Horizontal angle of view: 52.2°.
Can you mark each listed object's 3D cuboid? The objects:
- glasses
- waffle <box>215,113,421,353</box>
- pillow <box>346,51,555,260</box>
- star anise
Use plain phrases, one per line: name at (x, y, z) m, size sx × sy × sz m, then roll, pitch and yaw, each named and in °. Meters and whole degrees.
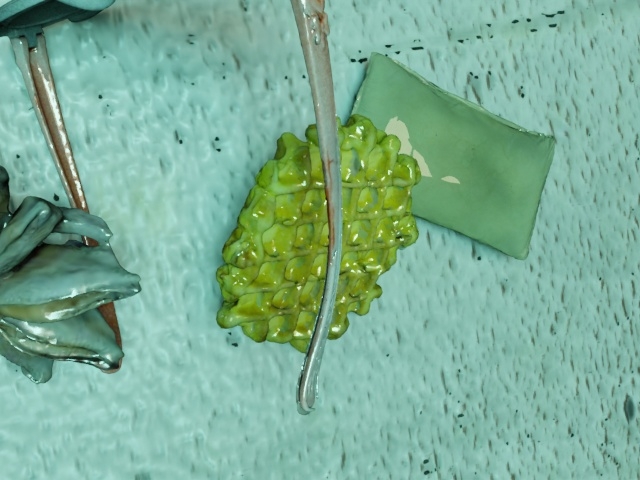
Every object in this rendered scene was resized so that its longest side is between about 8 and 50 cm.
glasses at (-0.084, -0.045, 0.413) m, size 0.118 × 0.234 × 0.268 m, roll -38°, pitch 123°, yaw -54°
waffle at (0.004, -0.001, 0.479) m, size 0.191 × 0.038 × 0.191 m, roll -21°, pitch 129°, yaw -28°
pillow at (0.113, -0.068, 0.562) m, size 0.208 × 0.053 × 0.119 m, roll 20°, pitch 79°, yaw -17°
star anise at (-0.206, 0.019, 0.391) m, size 0.195 × 0.182 × 0.065 m, roll 48°, pitch 29°, yaw -27°
